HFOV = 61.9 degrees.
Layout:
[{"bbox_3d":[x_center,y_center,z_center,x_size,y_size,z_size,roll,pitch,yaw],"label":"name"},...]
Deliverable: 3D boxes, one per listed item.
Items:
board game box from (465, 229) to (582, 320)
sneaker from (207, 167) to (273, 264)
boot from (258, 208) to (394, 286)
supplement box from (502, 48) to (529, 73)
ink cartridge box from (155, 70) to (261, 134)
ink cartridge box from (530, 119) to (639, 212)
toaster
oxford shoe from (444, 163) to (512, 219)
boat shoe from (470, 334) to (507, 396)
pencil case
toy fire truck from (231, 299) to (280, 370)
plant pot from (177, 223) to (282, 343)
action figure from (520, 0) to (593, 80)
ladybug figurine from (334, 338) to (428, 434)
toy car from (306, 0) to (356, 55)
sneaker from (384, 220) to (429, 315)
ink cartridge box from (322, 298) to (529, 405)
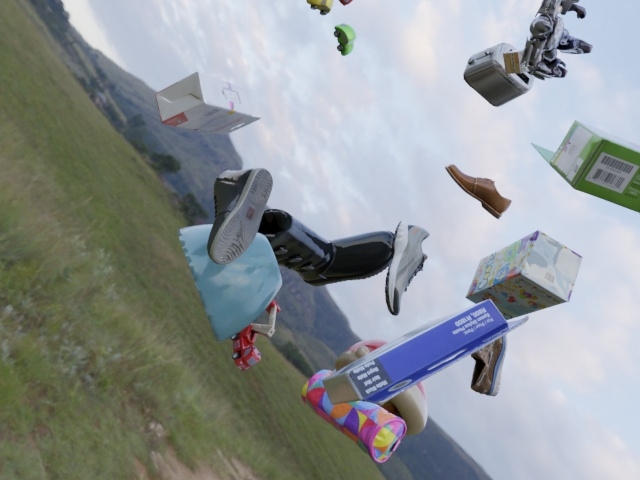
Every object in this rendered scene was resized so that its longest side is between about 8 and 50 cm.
[{"bbox_3d":[0.543,0.103,1.451,0.144,0.142,0.275,31,-23,-4],"label":"board game box"},{"bbox_3d":[-0.188,-0.051,1.098,0.118,0.222,0.083,5,-30,39],"label":"sneaker"},{"bbox_3d":[-0.002,0.001,1.627,0.445,0.367,0.146,37,36,-52],"label":"boot"},{"bbox_3d":[0.562,-0.512,1.530,0.098,0.036,0.062,-111,-174,-73],"label":"supplement box"},{"bbox_3d":[-0.222,-0.274,1.096,0.198,0.115,0.067,-5,80,-63],"label":"ink cartridge box"},{"bbox_3d":[0.530,-0.153,0.999,0.255,0.189,0.097,-85,-165,-62],"label":"ink cartridge box"},{"bbox_3d":[0.592,-0.535,1.742,0.227,0.129,0.146,33,-21,-21],"label":"toaster"},{"bbox_3d":[0.439,-0.153,1.490,0.212,0.076,0.076,37,20,-4],"label":"oxford shoe"},{"bbox_3d":[0.388,0.267,1.246,0.066,0.066,0.183,133,-32,-75],"label":"boat shoe"},{"bbox_3d":[0.062,0.347,1.078,0.236,0.104,0.104,23,-37,52],"label":"pencil case"},{"bbox_3d":[-0.169,0.241,1.422,0.192,0.135,0.047,-106,169,-48],"label":"toy fire truck"},{"bbox_3d":[-0.208,0.079,1.303,0.290,0.196,0.290,160,-90,-78],"label":"plant pot"},{"bbox_3d":[0.535,-0.454,1.214,0.099,0.185,0.285,37,21,26],"label":"action figure"},{"bbox_3d":[0.208,0.459,1.711,0.305,0.162,0.449,13,-37,33],"label":"ladybug figurine"},{"bbox_3d":[0.068,-0.683,1.635,0.053,0.239,0.224,7,-56,42],"label":"toy car"},{"bbox_3d":[0.242,0.080,1.504,0.108,0.271,0.100,13,-11,5],"label":"sneaker"},{"bbox_3d":[0.124,0.147,0.706,0.045,0.223,0.224,63,-19,10],"label":"ink cartridge box"}]
